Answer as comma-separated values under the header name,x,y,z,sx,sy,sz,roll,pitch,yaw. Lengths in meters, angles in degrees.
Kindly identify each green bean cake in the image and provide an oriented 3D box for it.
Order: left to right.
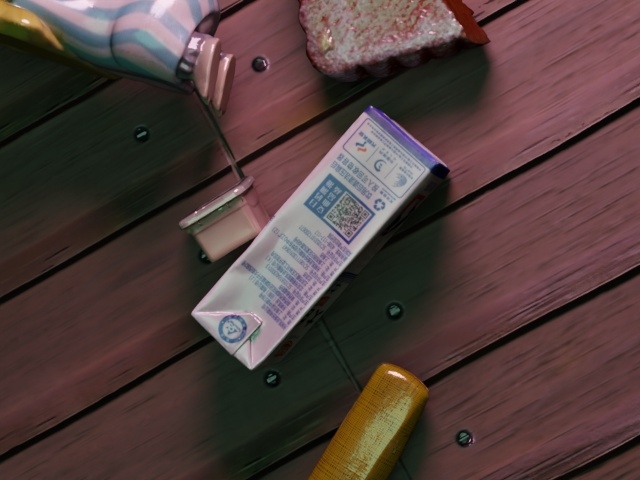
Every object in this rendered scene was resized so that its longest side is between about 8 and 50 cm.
name,x,y,z,sx,sy,sz,roll,pitch,yaw
green bean cake,0.064,-0.304,1.713,0.198,0.097,0.233,-17,85,11

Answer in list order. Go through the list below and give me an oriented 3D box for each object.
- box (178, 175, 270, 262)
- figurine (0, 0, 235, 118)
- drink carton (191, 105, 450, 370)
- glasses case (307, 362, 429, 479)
name,x,y,z,sx,sy,sz,roll,pitch,yaw
box,-0.106,-0.023,1.730,0.089,0.122,0.062,-32,94,8
figurine,-0.234,-0.373,1.694,0.361,0.266,0.378,17,92,5
drink carton,0.000,0.000,1.701,0.106,0.130,0.315,43,97,10
glasses case,0.043,0.252,1.718,0.079,0.064,0.234,32,94,12
